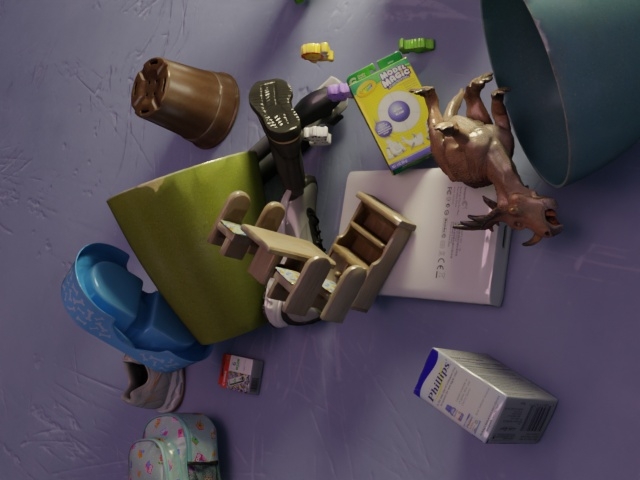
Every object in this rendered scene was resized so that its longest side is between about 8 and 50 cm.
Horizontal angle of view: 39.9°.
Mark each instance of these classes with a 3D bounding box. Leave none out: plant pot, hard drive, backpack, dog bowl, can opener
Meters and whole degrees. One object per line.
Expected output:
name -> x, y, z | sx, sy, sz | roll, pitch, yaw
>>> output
plant pot -> -0.278, -0.284, 1.775 | 0.167, 0.165, 0.166 | -13, 71, 41
plant pot -> 0.344, -0.234, 1.107 | 0.196, 0.290, 0.290 | -20, 60, 2
hard drive -> 0.153, -0.010, 1.367 | 0.308, 0.040, 0.202 | 2, 81, 45
backpack -> -0.264, 0.405, 1.595 | 0.166, 0.144, 0.188 | -21, 62, 46
dog bowl -> -0.325, 0.127, 1.552 | 0.074, 0.297, 0.166 | -38, 31, 26
can opener -> -0.058, -0.197, 1.593 | 0.280, 0.093, 0.074 | -40, 60, 34
plant pot -> -0.195, 0.023, 1.553 | 0.275, 0.275, 0.293 | -16, 95, 41

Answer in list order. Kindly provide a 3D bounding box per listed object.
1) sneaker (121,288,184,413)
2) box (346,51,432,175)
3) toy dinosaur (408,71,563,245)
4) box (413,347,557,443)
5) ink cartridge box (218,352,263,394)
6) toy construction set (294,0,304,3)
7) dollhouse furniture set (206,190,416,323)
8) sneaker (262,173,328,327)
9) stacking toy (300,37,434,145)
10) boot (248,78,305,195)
sneaker -> -0.325, 0.202, 1.721 | 0.099, 0.121, 0.262 | -9, 73, 42
box -> 0.119, -0.205, 1.383 | 0.105, 0.043, 0.179 | -27, 78, 3
toy dinosaur -> 0.213, -0.114, 1.238 | 0.127, 0.200, 0.295 | -18, 28, -3
box -> 0.220, 0.208, 1.182 | 0.137, 0.126, 0.072 | 32, 104, 45
ink cartridge box -> -0.155, 0.241, 1.609 | 0.115, 0.029, 0.062 | 4, 82, 44
toy construction set -> -0.016, -0.561, 1.587 | 0.309, 0.258, 0.237 | 25, 142, 61
dollhouse furniture set -> 0.000, 0.000, 1.312 | 0.212, 0.242, 0.161 | 39, 106, 42
sneaker -> -0.024, 0.018, 1.509 | 0.108, 0.100, 0.271 | 0, 75, 20
stacking toy -> 0.075, -0.247, 1.441 | 0.221, 0.052, 0.166 | -2, 77, 13
boot -> -0.071, -0.179, 1.505 | 0.077, 0.137, 0.197 | -11, 39, -1
